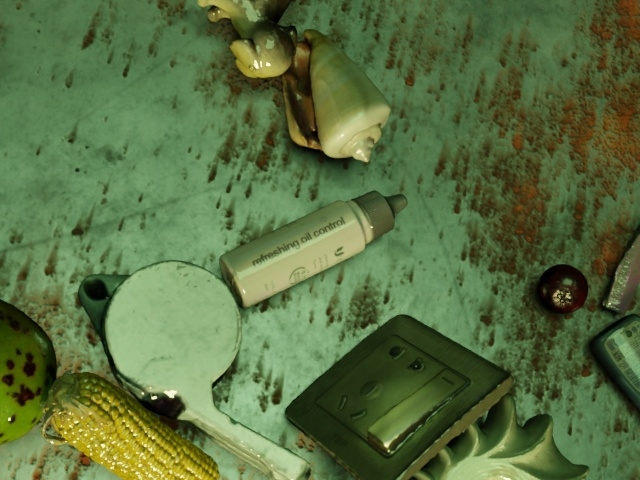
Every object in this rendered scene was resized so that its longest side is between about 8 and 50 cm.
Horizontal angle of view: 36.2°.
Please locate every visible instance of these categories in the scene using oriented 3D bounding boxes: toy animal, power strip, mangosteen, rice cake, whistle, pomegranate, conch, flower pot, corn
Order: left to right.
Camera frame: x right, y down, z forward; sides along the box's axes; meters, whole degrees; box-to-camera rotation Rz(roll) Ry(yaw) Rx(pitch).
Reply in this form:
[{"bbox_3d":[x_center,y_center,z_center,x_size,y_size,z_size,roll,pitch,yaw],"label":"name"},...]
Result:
[{"bbox_3d":[-0.453,0.212,1.303,0.231,0.231,0.286,-23,99,-16],"label":"pomegranate"},{"bbox_3d":[-0.244,0.279,1.317,0.293,0.106,0.106,42,68,-29],"label":"corn"},{"bbox_3d":[-0.179,0.200,1.372,0.188,0.168,0.405,-26,80,-17],"label":"whistle"},{"bbox_3d":[-0.100,-0.372,1.574,0.168,0.121,0.233,19,74,8],"label":"toy animal"},{"bbox_3d":[0.028,-0.223,1.571,0.158,0.127,0.255,-30,56,24],"label":"conch"},{"bbox_3d":[0.114,0.242,1.418,0.257,0.251,0.092,-37,120,-18],"label":"power strip"},{"bbox_3d":[0.294,0.419,1.405,0.254,0.164,0.367,-38,84,-13],"label":"flower pot"},{"bbox_3d":[0.387,0.076,1.569,0.081,0.081,0.081,3,74,-10],"label":"mangosteen"},{"bbox_3d":[0.524,0.034,1.624,0.047,0.036,0.207,31,71,9],"label":"rice cake"}]

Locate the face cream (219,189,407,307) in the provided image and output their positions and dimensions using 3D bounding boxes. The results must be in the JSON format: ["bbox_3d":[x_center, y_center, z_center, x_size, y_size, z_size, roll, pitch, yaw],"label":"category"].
[{"bbox_3d":[0.000,0.000,1.506,0.311,0.092,0.092,-25,80,-17],"label":"face cream"}]

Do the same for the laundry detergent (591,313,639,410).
[{"bbox_3d":[0.523,0.223,1.557,0.096,0.061,0.206,-30,82,-19],"label":"laundry detergent"}]
